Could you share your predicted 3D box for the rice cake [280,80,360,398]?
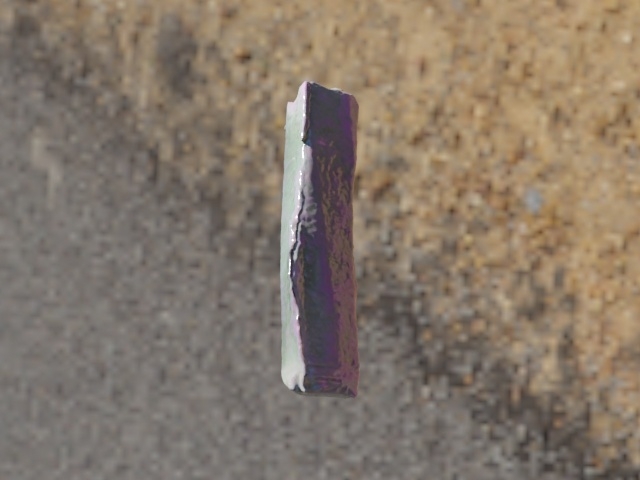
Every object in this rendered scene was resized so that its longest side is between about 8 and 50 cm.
[{"bbox_3d":[0.000,0.000,1.118,0.036,0.047,0.206,124,153,-54],"label":"rice cake"}]
